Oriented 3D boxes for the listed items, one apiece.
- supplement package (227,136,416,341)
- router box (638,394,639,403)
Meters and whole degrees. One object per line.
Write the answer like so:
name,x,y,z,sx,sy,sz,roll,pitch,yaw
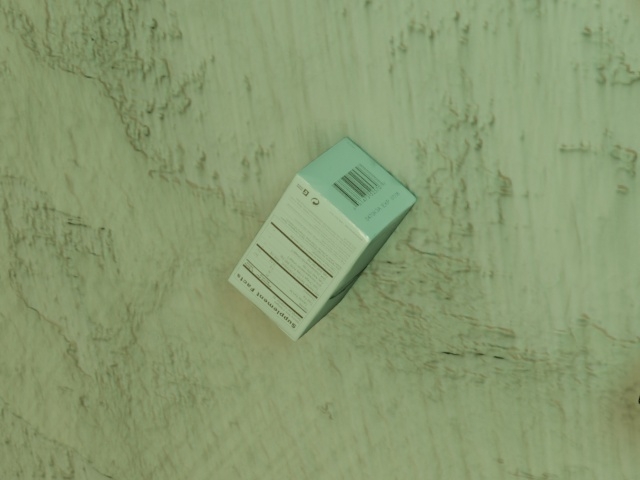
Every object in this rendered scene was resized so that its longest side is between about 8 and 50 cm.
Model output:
supplement package,0.000,0.000,1.482,0.105,0.105,0.179,42,132,7
router box,0.473,0.124,1.214,0.243,0.081,0.309,40,132,-9
